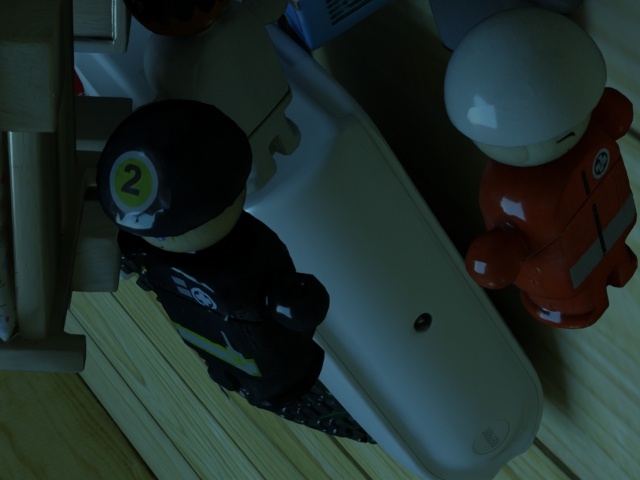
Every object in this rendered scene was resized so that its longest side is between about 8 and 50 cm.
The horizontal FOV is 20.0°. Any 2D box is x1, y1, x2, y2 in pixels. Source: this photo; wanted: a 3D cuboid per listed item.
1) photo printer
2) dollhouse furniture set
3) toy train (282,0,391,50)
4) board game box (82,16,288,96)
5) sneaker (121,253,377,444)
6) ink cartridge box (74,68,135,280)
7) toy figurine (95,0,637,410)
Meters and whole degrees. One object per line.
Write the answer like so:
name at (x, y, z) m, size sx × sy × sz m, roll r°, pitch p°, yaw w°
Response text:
photo printer at (0.000, 0.000, 1.068) m, size 0.256 × 0.107 × 0.307 m, roll 46°, pitch 175°, yaw 47°
dollhouse furniture set at (-0.175, -0.045, 0.751) m, size 0.356 × 0.173 × 0.303 m, roll -91°, pitch 4°, yaw -55°
toy train at (-0.030, -0.190, 0.948) m, size 0.184 × 0.080 × 0.105 m, roll 52°, pitch 170°, yaw 27°
board game box at (-0.093, -0.153, 1.119) m, size 0.201 × 0.136 × 0.035 m, roll 78°, pitch -177°, yaw -54°
sneaker at (-0.025, 0.021, 1.296) m, size 0.134 × 0.146 × 0.343 m, roll 6°, pitch 142°, yaw 50°
ink cartridge box at (-0.155, -0.100, 1.443) m, size 0.078 × 0.134 × 0.231 m, roll 41°, pitch 156°, yaw 53°
toy figurine at (0.015, -0.058, 0.744) m, size 0.148 × 0.213 × 0.210 m, roll 66°, pitch -167°, yaw -45°
